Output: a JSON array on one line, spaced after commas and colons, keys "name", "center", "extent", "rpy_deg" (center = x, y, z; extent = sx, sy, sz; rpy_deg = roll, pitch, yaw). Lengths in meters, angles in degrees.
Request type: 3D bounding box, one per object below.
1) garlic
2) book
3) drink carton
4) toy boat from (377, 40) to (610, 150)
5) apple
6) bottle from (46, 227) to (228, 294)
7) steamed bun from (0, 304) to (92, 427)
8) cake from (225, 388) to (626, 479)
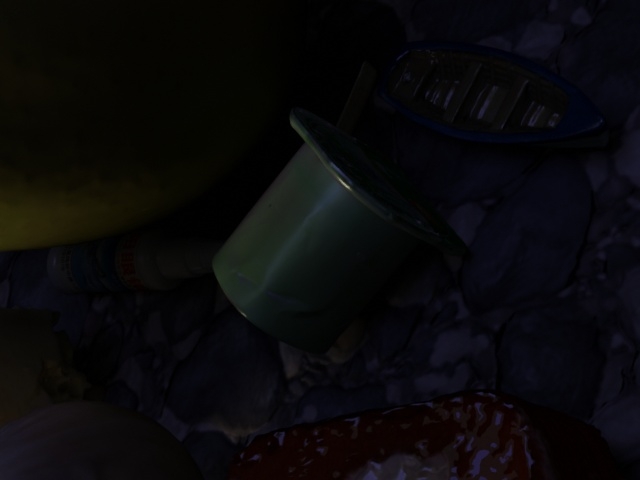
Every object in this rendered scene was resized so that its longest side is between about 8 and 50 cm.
[{"name": "garlic", "center": [-0.167, 0.276, 0.913], "extent": [0.249, 0.313, 0.286], "rpy_deg": [-26, 39, -6]}, {"name": "book", "center": [-0.084, -0.092, 1.217], "extent": [0.269, 0.025, 0.191], "rpy_deg": [16, 76, 44]}, {"name": "drink carton", "center": [0.000, 0.000, 1.015], "extent": [0.142, 0.144, 0.146], "rpy_deg": [-49, 44, 15]}, {"name": "toy boat", "center": [0.138, -0.107, 1.022], "extent": [0.229, 0.046, 0.080], "rpy_deg": [22, 80, 45]}, {"name": "apple", "center": [-0.244, -0.205, 1.059], "extent": [0.473, 0.473, 0.474], "rpy_deg": [-20, 54, 30]}, {"name": "bottle", "center": [-0.158, 0.018, 1.192], "extent": [0.217, 0.060, 0.060], "rpy_deg": [-4, 63, 37]}, {"name": "steamed bun", "center": [-0.345, 0.212, 1.130], "extent": [0.290, 0.273, 0.272], "rpy_deg": [-35, 63, 24]}, {"name": "cake", "center": [0.059, 0.202, 0.838], "extent": [0.283, 0.151, 0.177], "rpy_deg": [-16, 65, 35]}]
